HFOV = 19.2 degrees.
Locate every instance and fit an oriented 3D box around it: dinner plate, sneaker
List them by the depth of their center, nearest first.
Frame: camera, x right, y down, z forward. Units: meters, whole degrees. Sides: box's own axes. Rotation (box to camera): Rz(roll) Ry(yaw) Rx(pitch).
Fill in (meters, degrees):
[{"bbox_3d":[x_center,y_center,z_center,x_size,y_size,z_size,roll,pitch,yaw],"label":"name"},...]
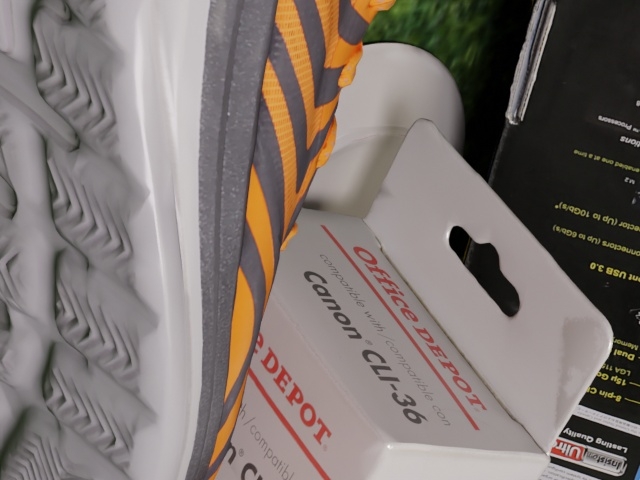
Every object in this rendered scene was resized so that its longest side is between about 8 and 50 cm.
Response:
[{"bbox_3d":[0.000,-0.058,0.461,0.180,0.124,0.321,-19,136,-38],"label":"sneaker"},{"bbox_3d":[0.000,0.000,0.621,0.141,0.017,0.141,-30,141,-27],"label":"dinner plate"}]

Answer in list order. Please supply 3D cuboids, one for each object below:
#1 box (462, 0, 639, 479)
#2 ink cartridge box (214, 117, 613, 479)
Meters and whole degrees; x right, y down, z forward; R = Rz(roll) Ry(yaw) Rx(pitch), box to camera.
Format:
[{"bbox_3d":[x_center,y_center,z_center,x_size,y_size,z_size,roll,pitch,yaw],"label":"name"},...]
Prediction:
[{"bbox_3d":[0.209,0.015,0.622,0.079,0.322,0.257,-66,170,-52],"label":"box"},{"bbox_3d":[-0.011,0.067,0.558,0.067,0.115,0.198,9,121,-41],"label":"ink cartridge box"}]
